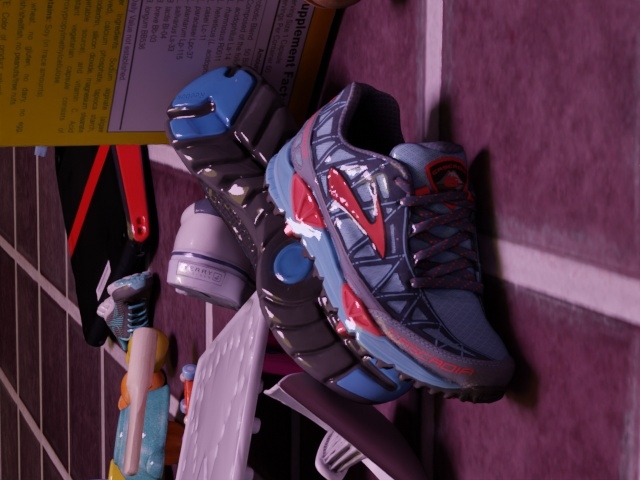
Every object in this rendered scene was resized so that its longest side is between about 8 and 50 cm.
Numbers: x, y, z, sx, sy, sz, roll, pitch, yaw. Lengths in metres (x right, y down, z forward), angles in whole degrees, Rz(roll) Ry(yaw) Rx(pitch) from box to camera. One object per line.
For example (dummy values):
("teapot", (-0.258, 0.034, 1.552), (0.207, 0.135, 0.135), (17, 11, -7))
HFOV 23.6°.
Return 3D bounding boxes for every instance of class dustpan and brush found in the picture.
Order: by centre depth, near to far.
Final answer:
("dustpan and brush", (0.020, 0.151, 1.174), (0.060, 0.147, 0.211), (-51, 0, 11))

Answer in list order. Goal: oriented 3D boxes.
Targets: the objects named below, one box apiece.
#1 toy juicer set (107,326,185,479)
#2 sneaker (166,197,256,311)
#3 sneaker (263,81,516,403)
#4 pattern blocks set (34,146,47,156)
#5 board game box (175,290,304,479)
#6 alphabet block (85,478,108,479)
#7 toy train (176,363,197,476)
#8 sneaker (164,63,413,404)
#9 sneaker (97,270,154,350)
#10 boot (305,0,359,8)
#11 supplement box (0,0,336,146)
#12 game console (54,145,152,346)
("toy juicer set", (-0.193, 0.200, 1.813), (0.329, 0.089, 0.209), (121, 156, -71))
("sneaker", (-0.084, 0.016, 1.424), (0.258, 0.094, 0.091), (100, -173, -84))
("sneaker", (0.055, -0.008, 1.023), (0.125, 0.104, 0.262), (-53, 53, 25))
("pattern blocks set", (-0.395, -0.290, 2.351), (0.325, 0.026, 0.285), (126, 151, -59))
("board game box", (-0.094, 0.268, 1.382), (0.390, 0.050, 0.390), (131, 150, -71))
("alphabet block", (-0.363, 0.468, 2.160), (0.193, 0.192, 0.197), (-140, 50, -67))
("toy train", (-0.132, 0.227, 1.693), (0.125, 0.046, 0.166), (-106, 19, -62))
("sneaker", (0.000, 0.000, 1.217), (0.341, 0.125, 0.140), (60, -176, 37))
("sneaker", (-0.241, 0.093, 1.985), (0.076, 0.065, 0.166), (65, 159, 13))
("boot", (0.044, -0.278, 1.049), (0.115, 0.112, 0.305), (54, 141, 41))
("supplement box", (-0.184, -0.213, 1.310), (0.194, 0.356, 0.195), (109, 152, -45))
("game console", (-0.301, -0.072, 2.144), (0.386, 0.060, 0.342), (123, 137, -59))
